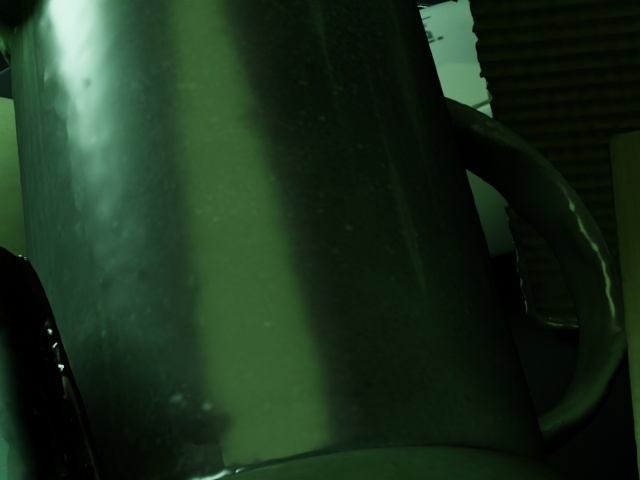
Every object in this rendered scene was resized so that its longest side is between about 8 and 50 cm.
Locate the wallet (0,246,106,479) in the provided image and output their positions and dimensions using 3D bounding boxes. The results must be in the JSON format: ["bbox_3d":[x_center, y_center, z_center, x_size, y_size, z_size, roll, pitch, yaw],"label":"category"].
[{"bbox_3d":[-0.168,0.155,0.443,0.318,0.045,0.172,-54,36,18],"label":"wallet"}]

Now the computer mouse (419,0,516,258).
[{"bbox_3d":[0.114,-0.082,0.800,0.297,0.121,0.184,-15,31,3],"label":"computer mouse"}]

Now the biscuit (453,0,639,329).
[{"bbox_3d":[0.148,-0.071,0.640,0.150,0.252,0.052,-6,34,19],"label":"biscuit"}]

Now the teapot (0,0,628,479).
[{"bbox_3d":[0.000,0.000,0.552,0.271,0.200,0.337,3,55,-25],"label":"teapot"}]

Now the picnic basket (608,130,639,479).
[{"bbox_3d":[0.185,0.069,0.490,0.139,0.165,0.266,-9,32,15],"label":"picnic basket"}]

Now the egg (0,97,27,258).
[{"bbox_3d":[-0.169,0.026,0.692,0.187,0.186,0.253,-18,29,-3],"label":"egg"}]
